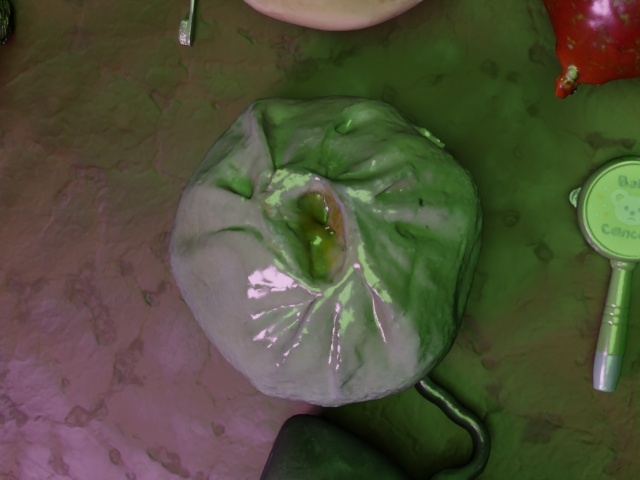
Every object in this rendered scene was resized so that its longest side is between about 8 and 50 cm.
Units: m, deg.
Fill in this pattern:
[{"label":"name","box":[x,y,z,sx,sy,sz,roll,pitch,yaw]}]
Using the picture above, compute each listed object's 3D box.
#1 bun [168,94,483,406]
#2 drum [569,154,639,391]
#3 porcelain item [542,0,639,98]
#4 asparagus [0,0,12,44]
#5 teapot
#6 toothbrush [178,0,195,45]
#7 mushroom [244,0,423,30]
[{"label":"bun","box":[-0.006,0.001,1.169,0.354,0.194,0.354,-3,79,15]},{"label":"drum","box":[0.346,0.034,1.201,0.130,0.049,0.253,-8,93,11]},{"label":"porcelain item","box":[0.299,-0.238,1.092,0.253,0.253,0.253,1,95,10]},{"label":"asparagus","box":[-0.392,-0.312,1.314,0.036,0.030,0.165,-13,92,-17]},{"label":"teapot","box":[0.068,0.310,1.228,0.285,0.305,0.223,22,134,1]},{"label":"toothbrush","box":[-0.145,-0.322,1.277,0.017,0.014,0.194,8,96,10]},{"label":"mushroom","box":[-0.003,-0.361,1.089,0.314,0.336,0.314,1,92,18]}]
